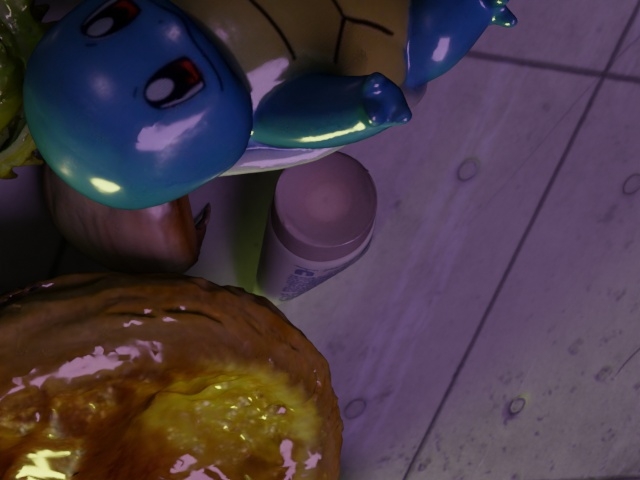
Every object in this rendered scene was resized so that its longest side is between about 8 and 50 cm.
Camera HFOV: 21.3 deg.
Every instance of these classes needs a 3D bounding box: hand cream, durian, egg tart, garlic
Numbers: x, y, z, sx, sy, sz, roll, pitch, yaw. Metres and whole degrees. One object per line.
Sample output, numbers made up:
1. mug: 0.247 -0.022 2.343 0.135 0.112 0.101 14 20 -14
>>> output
1. hand cream: 0.000 0.000 1.434 0.133 0.083 0.248 -28 167 -13
2. durian: -0.246 -0.114 1.185 0.132 0.106 0.375 -3 121 -28
3. egg tart: -0.203 0.178 1.371 0.443 0.178 0.443 -14 132 -16
4. garlic: -0.154 -0.029 1.326 0.115 0.128 0.206 -13 140 1

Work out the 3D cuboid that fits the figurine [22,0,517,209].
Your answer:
1. figurine: -0.034 -0.158 1.209 0.243 0.298 0.416 -48 166 28
